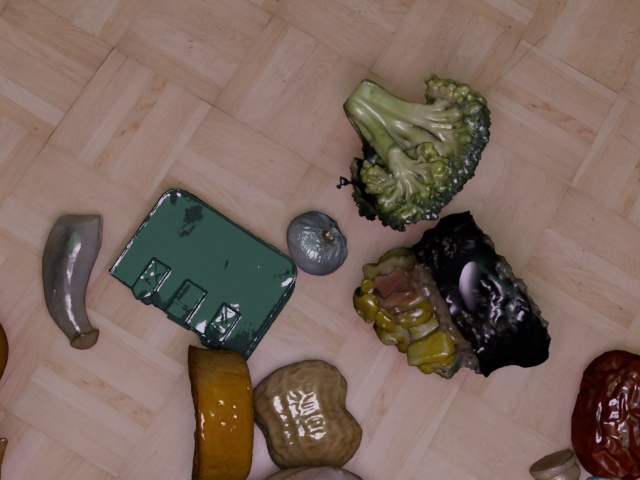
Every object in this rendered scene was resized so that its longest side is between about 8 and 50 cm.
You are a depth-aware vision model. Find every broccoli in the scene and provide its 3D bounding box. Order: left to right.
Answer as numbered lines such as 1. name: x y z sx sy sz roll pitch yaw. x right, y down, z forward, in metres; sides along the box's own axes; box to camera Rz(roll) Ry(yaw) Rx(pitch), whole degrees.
1. broccoli: 0.161 -0.184 1.566 0.281 0.348 0.293 41 52 -1

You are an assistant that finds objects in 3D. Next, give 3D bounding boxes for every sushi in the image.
1. sushi: 0.242 0.133 1.552 0.285 0.328 0.328 -34 96 4

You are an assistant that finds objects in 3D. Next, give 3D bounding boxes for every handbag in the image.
1. handbag: -0.228 0.070 1.636 0.327 0.089 0.238 34 78 2

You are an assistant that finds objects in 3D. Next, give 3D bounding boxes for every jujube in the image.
1. jujube: 0.584 0.341 1.594 0.174 0.174 0.250 11 83 -1

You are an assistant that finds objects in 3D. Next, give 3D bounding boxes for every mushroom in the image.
1. mushroom: -0.493 0.081 1.616 0.118 0.103 0.269 2 88 2

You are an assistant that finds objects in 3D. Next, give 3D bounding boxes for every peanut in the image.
1. peanut: -0.025 0.352 1.579 0.197 0.110 0.232 -20 78 -7

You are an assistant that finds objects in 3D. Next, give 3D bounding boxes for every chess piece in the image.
1. chess piece: 0.490 0.507 1.593 0.094 0.094 0.170 -26 85 -9

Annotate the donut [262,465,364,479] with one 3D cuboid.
1. donut: -0.041 0.578 1.445 0.383 0.142 0.382 -3 95 -38

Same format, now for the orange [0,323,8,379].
1. orange: -0.705 0.211 1.493 0.265 0.264 0.264 1 78 -4

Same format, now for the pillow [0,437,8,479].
1. pillow: -0.715 0.471 1.470 0.310 0.119 0.312 5 110 0

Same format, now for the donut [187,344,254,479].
1. donut: -0.187 0.326 1.501 0.109 0.277 0.277 -1 78 -13

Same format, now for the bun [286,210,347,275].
1. bun: 0.000 0.000 1.643 0.141 0.083 0.140 21 50 -28

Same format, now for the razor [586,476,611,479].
1. razor: 0.601 0.471 1.634 0.135 0.040 0.068 -12 79 -1
